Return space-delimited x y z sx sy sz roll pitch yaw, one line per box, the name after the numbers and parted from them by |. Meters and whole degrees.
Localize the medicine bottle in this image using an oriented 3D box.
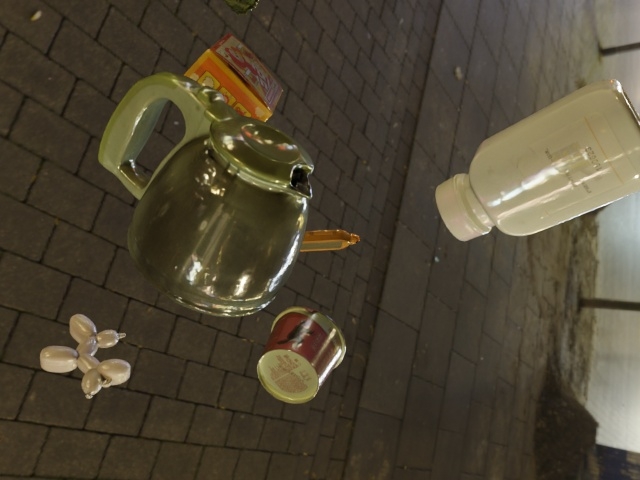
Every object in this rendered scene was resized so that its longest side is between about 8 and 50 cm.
0.326 -0.101 0.792 0.161 0.296 0.111 53 36 -11 | medicine bottle

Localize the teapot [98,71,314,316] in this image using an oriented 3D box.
-0.140 -0.081 0.753 0.239 0.321 0.239 -2 135 -44 | teapot

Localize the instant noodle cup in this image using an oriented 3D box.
-0.064 0.329 1.477 0.178 0.234 0.235 -52 131 -60 | instant noodle cup

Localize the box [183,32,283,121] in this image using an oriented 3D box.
-0.284 -0.469 1.647 0.259 0.214 0.283 42 25 -20 | box

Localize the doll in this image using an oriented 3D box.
-0.441 0.226 1.010 0.161 0.160 0.059 -72 -178 -55 | doll

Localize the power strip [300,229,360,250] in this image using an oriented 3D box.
0.000 0.000 1.140 0.049 0.178 0.028 99 -13 -63 | power strip

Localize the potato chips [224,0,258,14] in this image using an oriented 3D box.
-0.233 -0.676 1.428 0.092 0.207 0.028 -55 149 12 | potato chips
